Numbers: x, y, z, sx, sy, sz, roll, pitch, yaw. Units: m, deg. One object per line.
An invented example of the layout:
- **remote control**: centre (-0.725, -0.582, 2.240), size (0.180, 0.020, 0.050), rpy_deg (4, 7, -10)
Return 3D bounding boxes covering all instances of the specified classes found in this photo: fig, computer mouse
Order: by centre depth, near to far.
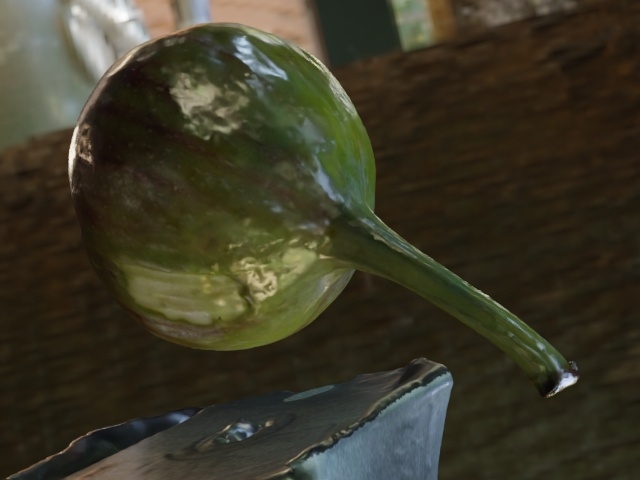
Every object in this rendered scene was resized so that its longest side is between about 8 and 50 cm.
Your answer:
- **computer mouse**: centre (-0.023, 0.088, 0.530), size (0.231, 0.126, 0.071), rpy_deg (-18, 96, -73)
- **fig**: centre (0.000, 0.000, 0.761), size (0.149, 0.245, 0.149), rpy_deg (-33, 136, -38)
